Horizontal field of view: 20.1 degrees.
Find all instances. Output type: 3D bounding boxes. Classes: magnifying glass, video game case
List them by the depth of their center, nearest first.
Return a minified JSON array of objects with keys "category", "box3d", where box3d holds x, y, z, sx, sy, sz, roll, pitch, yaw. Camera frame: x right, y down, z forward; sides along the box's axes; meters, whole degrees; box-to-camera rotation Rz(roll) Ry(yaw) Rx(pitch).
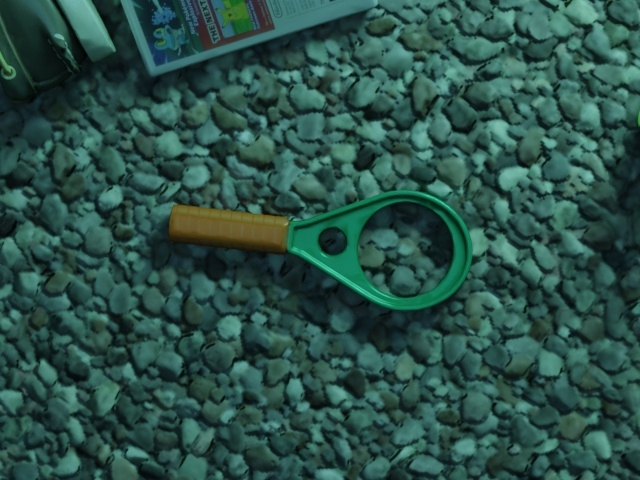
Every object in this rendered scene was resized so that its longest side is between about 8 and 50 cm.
[{"category":"video game case","box3d":[-0.073,-0.240,1.332,0.183,0.023,0.201,-17,112,6]},{"category":"magnifying glass","box3d":[0.000,0.000,1.373,0.231,0.026,0.092,7,94,3]}]

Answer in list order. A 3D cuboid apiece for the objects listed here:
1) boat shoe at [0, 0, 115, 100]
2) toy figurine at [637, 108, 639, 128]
[{"category":"boat shoe","box3d":[-0.267,-0.248,1.338,0.091,0.109,0.305,-32,94,2]},{"category":"toy figurine","box3d":[0.342,-0.097,1.307,0.159,0.130,0.173,38,71,-11]}]
